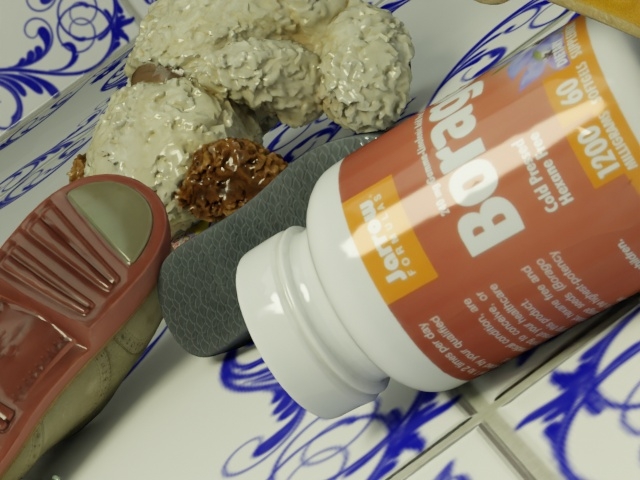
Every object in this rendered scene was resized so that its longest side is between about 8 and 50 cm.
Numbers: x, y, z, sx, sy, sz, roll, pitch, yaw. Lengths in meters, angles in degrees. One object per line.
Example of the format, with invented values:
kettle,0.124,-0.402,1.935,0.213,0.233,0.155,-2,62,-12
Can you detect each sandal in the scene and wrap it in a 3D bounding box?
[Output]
sandal,-0.001,-0.001,1.003,0.054,0.097,0.254,-13,-4,-45

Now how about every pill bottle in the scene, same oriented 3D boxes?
pill bottle,0.073,-0.005,0.786,0.216,0.121,0.121,-31,16,20

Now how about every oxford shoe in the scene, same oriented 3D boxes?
oxford shoe,-0.207,0.120,1.081,0.123,0.130,0.348,36,71,27

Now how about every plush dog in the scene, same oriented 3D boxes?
plush dog,-0.091,-0.104,1.297,0.262,0.210,0.225,-3,54,50

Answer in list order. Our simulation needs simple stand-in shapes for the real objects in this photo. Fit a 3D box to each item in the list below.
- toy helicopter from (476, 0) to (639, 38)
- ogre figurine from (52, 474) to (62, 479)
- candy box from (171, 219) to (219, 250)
toy helicopter,0.128,-0.104,0.597,0.140,0.235,0.355,-40,37,-15
ogre figurine,-0.154,0.186,0.715,0.197,0.118,0.097,-34,11,1
candy box,-0.122,0.009,1.338,0.105,0.027,0.206,-28,17,16
